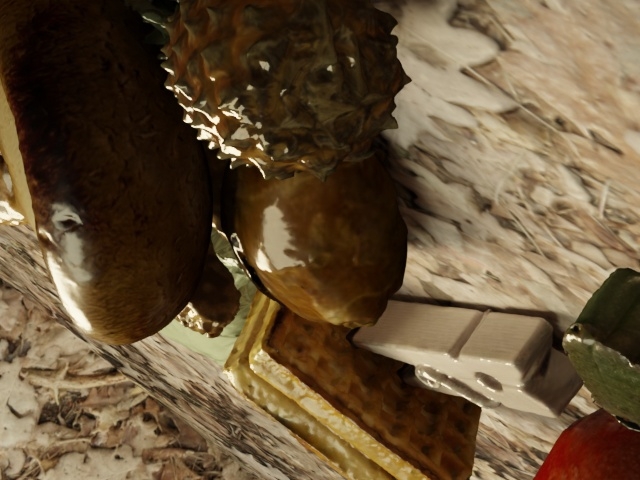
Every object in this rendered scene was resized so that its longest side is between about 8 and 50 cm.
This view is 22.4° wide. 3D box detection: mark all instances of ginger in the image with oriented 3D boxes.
[{"bbox_3d":[0.000,0.000,1.524,0.165,0.172,0.321,-8,153,7],"label":"ginger"}]

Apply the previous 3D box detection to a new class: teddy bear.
[{"bbox_3d":[-0.174,-0.006,1.742,0.296,0.246,0.222,52,146,14],"label":"teddy bear"}]

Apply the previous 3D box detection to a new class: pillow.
[{"bbox_3d":[-0.180,0.043,2.049,0.283,0.138,0.310,27,160,23],"label":"pillow"}]

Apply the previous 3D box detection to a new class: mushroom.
[{"bbox_3d":[-0.207,-0.085,1.482,0.345,0.239,0.345,45,165,16],"label":"mushroom"}]

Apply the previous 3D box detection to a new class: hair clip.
[{"bbox_3d":[0.152,0.123,1.713,0.101,0.085,0.331,50,163,-20],"label":"hair clip"}]

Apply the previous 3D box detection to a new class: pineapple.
[{"bbox_3d":[-0.063,-0.156,1.248,0.175,0.175,0.361,44,177,-31],"label":"pineapple"}]

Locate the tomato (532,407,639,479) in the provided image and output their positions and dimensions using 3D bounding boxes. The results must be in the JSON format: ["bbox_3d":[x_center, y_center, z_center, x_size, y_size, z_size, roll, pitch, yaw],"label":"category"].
[{"bbox_3d":[0.310,0.274,1.525,0.265,0.265,0.265,31,164,10],"label":"tomato"}]

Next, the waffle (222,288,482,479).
[{"bbox_3d":[0.043,0.174,1.875,0.308,0.213,0.091,39,119,-12],"label":"waffle"}]

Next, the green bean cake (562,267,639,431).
[{"bbox_3d":[0.309,0.110,1.352,0.173,0.094,0.181,25,162,31],"label":"green bean cake"}]
